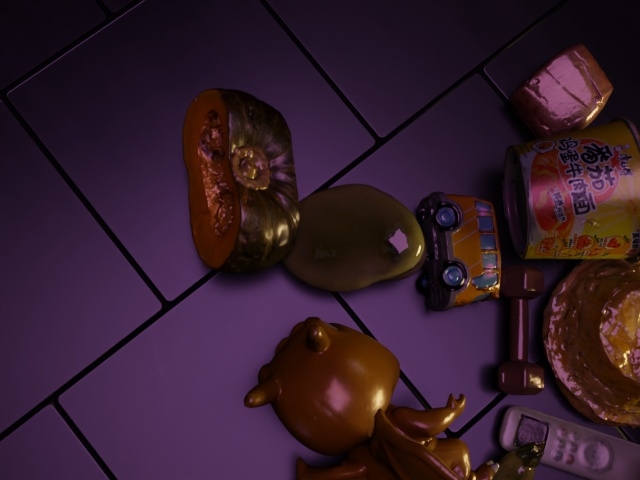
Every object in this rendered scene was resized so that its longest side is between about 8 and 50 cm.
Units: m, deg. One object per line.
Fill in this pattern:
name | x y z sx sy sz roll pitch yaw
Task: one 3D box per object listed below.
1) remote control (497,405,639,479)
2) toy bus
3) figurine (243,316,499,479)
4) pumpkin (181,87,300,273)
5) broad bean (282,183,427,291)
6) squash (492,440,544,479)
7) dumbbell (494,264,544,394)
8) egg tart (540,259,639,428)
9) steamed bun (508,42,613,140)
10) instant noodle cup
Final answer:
remote control | 0.466 0.376 1.424 0.309 0.038 0.090 20 78 -1
toy bus | 0.250 0.020 1.427 0.136 0.126 0.209 -1 80 -15
figurine | 0.080 0.295 1.253 0.387 0.401 0.268 45 59 -2
pumpkin | -0.149 -0.097 1.378 0.139 0.222 0.317 -5 80 -34
broad bean | 0.053 -0.006 1.382 0.263 0.121 0.189 0 83 6
squash | 0.330 0.423 1.385 0.090 0.075 0.200 28 100 18
dumbbell | 0.355 0.159 1.425 0.092 0.082 0.231 -4 78 29
egg tart | 0.561 0.172 1.427 0.341 0.129 0.341 1 79 -4
steamed bun | 0.455 -0.271 1.512 0.175 0.106 0.145 -37 90 3
instant noodle cup | 0.441 -0.077 1.403 0.200 0.264 0.264 -6 80 1
